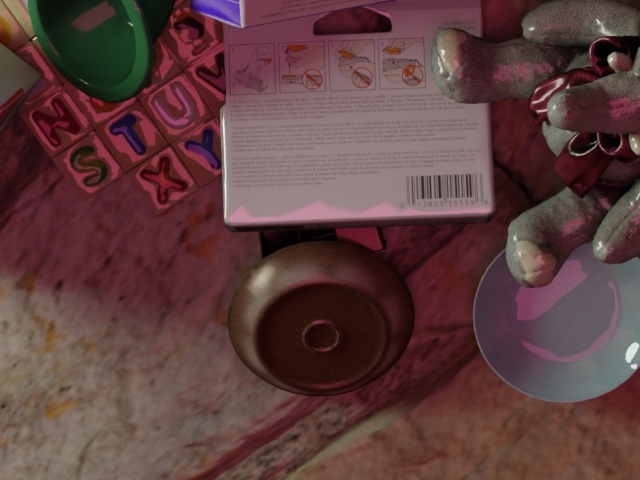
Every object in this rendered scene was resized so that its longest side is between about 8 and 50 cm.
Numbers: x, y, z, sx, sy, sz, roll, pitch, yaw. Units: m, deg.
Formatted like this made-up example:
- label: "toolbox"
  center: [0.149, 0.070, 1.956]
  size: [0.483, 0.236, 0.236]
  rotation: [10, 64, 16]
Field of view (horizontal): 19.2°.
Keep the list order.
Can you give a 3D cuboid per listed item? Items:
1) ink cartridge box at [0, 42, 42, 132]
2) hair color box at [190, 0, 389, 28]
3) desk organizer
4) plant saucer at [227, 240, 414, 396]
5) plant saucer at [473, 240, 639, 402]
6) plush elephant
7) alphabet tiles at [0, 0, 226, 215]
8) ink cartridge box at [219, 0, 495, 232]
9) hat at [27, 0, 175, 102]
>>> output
- label: "ink cartridge box"
  center: [-0.401, -0.087, 1.910]
  size: [0.100, 0.172, 0.237]
  rotation: [37, 107, -6]
- label: "hair color box"
  center: [-0.031, -0.387, 1.794]
  size: [0.185, 0.110, 0.339]
  rotation: [-14, 115, -31]
- label: "desk organizer"
  center: [0.000, 0.000, 1.984]
  size: [0.130, 0.047, 0.050]
  rotation: [-15, 102, 7]
- label: "plant saucer"
  center: [0.001, 0.092, 1.985]
  size: [0.198, 0.036, 0.199]
  rotation: [-1, 122, -1]
- label: "plant saucer"
  center: [0.257, 0.074, 1.995]
  size: [0.195, 0.037, 0.195]
  rotation: [1, 105, 2]
- label: "plush elephant"
  center: [0.294, -0.123, 1.774]
  size: [0.330, 0.255, 0.272]
  rotation: [-13, 83, -2]
- label: "alphabet tiles"
  center: [-0.198, -0.208, 1.955]
  size: [0.285, 0.011, 0.342]
  rotation: [-32, 101, 11]
- label: "ink cartridge box"
  center: [0.035, -0.134, 1.935]
  size: [0.275, 0.060, 0.239]
  rotation: [-2, 81, 1]
- label: "hat"
  center: [-0.169, -0.260, 1.922]
  size: [0.208, 0.183, 0.173]
  rotation: [-26, 98, 52]
